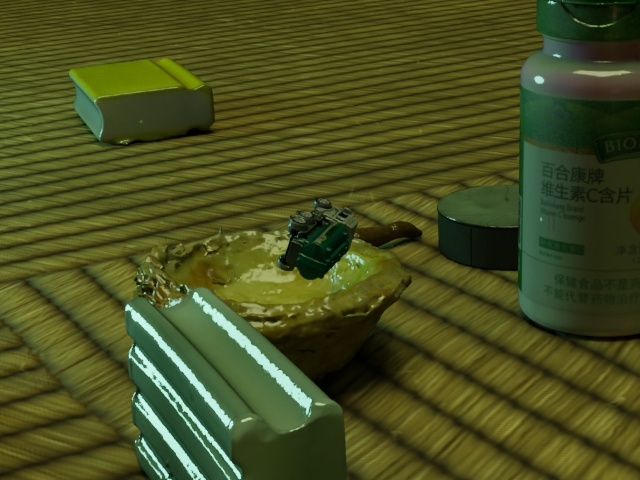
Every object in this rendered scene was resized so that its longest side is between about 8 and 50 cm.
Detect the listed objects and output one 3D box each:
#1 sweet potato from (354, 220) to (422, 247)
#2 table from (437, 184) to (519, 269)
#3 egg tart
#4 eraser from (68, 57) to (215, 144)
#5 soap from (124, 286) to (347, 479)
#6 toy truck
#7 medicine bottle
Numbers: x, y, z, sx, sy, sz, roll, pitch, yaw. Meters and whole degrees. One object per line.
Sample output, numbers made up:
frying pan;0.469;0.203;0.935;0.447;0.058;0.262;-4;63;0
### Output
sweet potato;0.052;-0.003;1.228;0.115;0.026;0.026;-16;23;-32
table;0.177;-0.014;1.216;0.134;0.043;0.133;-2;19;1
egg tart;-0.039;0.050;0.983;0.213;0.090;0.212;-1;21;0
eraser;-0.245;-0.192;1.756;0.158;0.069;0.226;-7;20;-18
soap;-0.054;0.113;0.749;0.067;0.119;0.198;-11;20;-22
toy truck;0.000;0.000;0.948;0.044;0.039;0.083;24;25;12
medicine bottle;0.222;-0.072;1.020;0.133;0.274;0.133;-2;18;1
